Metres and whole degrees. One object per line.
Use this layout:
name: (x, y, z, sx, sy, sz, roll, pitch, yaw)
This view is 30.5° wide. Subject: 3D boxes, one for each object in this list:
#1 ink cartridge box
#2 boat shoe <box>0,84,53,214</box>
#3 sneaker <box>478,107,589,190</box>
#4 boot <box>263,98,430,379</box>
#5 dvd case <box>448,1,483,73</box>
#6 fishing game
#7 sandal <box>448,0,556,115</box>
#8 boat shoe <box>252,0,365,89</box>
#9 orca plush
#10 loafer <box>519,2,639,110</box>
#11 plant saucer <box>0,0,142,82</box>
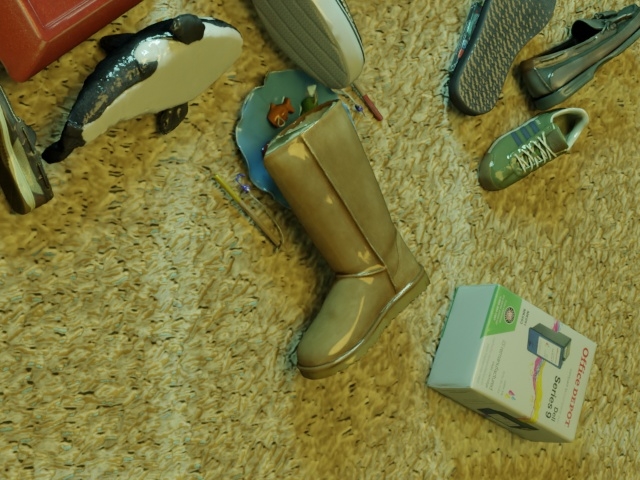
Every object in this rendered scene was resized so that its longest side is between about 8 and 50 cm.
ink cartridge box: (0.270, 0.173, 1.629, 0.212, 0.093, 0.154, 31, 68, -31)
boat shoe: (-0.331, -0.105, 1.262, 0.049, 0.056, 0.152, -27, 110, -39)
sneaker: (0.314, -0.139, 1.694, 0.192, 0.086, 0.064, -39, 107, -31)
boot: (0.000, 0.000, 1.445, 0.236, 0.089, 0.269, -44, 115, -33)
dvd case: (0.235, -0.273, 1.698, 0.087, 0.013, 0.119, 30, 70, -29)
fishing game: (-0.022, -0.130, 1.488, 0.264, 0.041, 0.189, -50, 115, -28)
sandal: (0.250, -0.292, 1.677, 0.097, 0.054, 0.254, 39, 74, -18)
boat shoe: (-0.033, -0.348, 1.441, 0.119, 0.121, 0.335, -40, 101, -31)
orca plush: (-0.219, -0.188, 1.346, 0.287, 0.102, 0.151, -46, 155, -25)
loafer: (0.402, -0.298, 1.772, 0.267, 0.096, 0.084, -41, 102, -29)
plant saucer: (-0.295, -0.341, 1.263, 0.258, 0.047, 0.259, -47, 120, -42)
